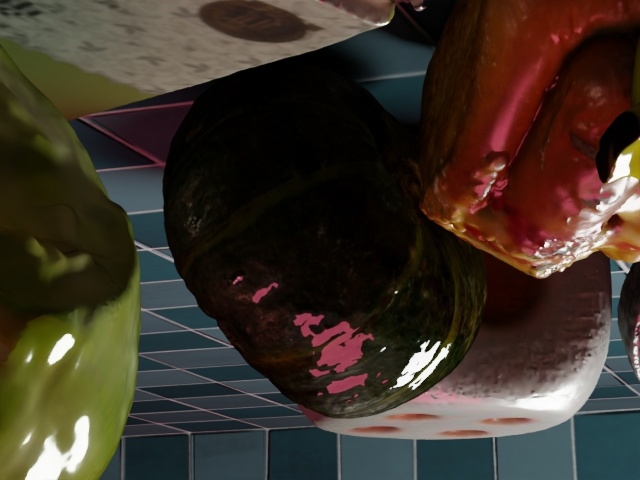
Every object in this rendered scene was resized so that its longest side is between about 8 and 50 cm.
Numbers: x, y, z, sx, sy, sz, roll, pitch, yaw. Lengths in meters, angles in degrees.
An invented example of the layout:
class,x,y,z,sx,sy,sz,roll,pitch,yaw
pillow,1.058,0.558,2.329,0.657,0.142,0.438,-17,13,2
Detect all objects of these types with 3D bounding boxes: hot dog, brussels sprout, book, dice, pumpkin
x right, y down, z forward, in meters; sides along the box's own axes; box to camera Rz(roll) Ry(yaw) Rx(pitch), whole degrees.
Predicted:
class,x,y,z,sx,sy,sz,roll,pitch,yaw
hot dog,0.128,-0.060,0.893,0.150,0.153,0.256,1,167,-6
brussels sprout,-0.228,0.002,0.701,0.344,0.268,0.344,19,144,14
book,-0.162,-0.114,0.770,0.239,0.035,0.352,22,160,-34
dice,0.085,0.038,1.230,0.193,0.194,0.192,2,165,-18
pumpkin,0.000,0.000,1.013,0.157,0.223,0.224,-33,157,15

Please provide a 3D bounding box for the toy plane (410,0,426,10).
class,x,y,z,sx,sy,sz,roll,pitch,yaw
toy plane,0.081,-0.146,0.731,0.171,0.065,0.162,-19,169,41

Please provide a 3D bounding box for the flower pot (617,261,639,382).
class,x,y,z,sx,sy,sz,roll,pitch,yaw
flower pot,0.362,0.053,1.159,0.299,0.283,0.299,-6,134,-6

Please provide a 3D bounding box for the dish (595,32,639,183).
class,x,y,z,sx,sy,sz,roll,pitch,yaw
dish,0.229,-0.107,0.715,0.262,0.108,0.221,-26,157,17
